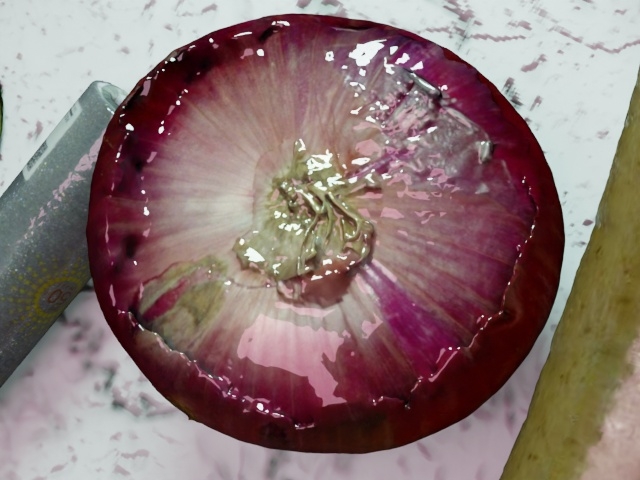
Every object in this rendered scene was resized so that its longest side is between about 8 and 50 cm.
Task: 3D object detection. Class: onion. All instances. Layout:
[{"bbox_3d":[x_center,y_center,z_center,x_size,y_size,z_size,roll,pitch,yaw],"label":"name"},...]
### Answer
[{"bbox_3d":[0.001,-0.006,0.733,0.248,0.161,0.248,0,92,11],"label":"onion"}]

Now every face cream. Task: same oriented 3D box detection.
[{"bbox_3d":[-0.192,0.031,0.851,0.073,0.073,0.283,45,102,18],"label":"face cream"}]

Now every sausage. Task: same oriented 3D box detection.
[{"bbox_3d":[0.172,0.052,0.676,0.123,0.136,0.501,21,96,35],"label":"sausage"}]

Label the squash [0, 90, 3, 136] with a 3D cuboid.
[{"bbox_3d":[-0.298,-0.072,0.880,0.170,0.123,0.170,1,93,20],"label":"squash"}]
